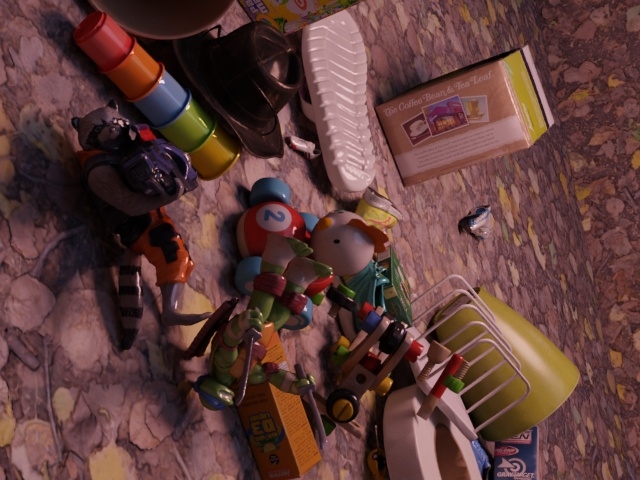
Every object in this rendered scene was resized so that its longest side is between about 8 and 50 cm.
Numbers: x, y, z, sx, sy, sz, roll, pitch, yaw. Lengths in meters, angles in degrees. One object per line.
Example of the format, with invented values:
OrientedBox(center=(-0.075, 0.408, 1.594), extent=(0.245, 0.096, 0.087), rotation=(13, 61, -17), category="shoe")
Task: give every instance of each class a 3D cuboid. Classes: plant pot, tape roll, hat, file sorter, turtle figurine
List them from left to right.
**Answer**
OrientedBox(center=(-0.248, -0.494, 1.570), extent=(0.256, 0.256, 0.274), rotation=(52, 17, -33), category="plant pot")
OrientedBox(center=(-0.111, -0.293, 1.685), extent=(0.331, 0.134, 0.331), rotation=(49, 18, -22), category="hat")
OrientedBox(center=(-0.051, 0.142, 1.428), extent=(0.197, 0.274, 0.266), rotation=(31, 74, -25), category="turtle figurine")
OrientedBox(center=(0.238, 0.475, 1.981), extent=(0.392, 0.072, 0.392), rotation=(52, 26, -38), category="tape roll")
OrientedBox(center=(0.290, 0.230, 2.044), extent=(0.193, 0.173, 0.278), rotation=(48, 12, -25), category="file sorter")
OrientedBox(center=(0.399, 0.264, 2.297), extent=(0.293, 0.274, 0.275), rotation=(52, 31, -6), category="plant pot")

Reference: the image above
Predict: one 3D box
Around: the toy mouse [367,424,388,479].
OrientedBox(center=(0.132, 0.452, 1.903), extent=(0.143, 0.031, 0.161), rotation=(36, 45, -48), category="toy mouse")

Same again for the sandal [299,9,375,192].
OrientedBox(center=(0.015, -0.296, 2.061), extent=(0.169, 0.102, 0.416), rotation=(7, 71, -42), category="sandal")

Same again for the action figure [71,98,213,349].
OrientedBox(center=(-0.252, -0.031, 1.342), extent=(0.341, 0.178, 0.330), rotation=(9, 59, -87), category="action figure")

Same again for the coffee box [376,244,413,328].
OrientedBox(center=(0.154, 0.099, 2.083), extent=(0.184, 0.040, 0.113), rotation=(-85, 152, -63), category="coffee box")

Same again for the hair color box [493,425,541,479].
OrientedBox(center=(0.451, 0.613, 2.262), extent=(0.174, 0.105, 0.347), rotation=(75, 19, -44), category="hair color box")

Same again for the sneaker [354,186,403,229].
OrientedBox(center=(0.111, -0.050, 2.122), extent=(0.094, 0.081, 0.208), rotation=(-57, 160, 0), category="sneaker")

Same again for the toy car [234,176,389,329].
OrientedBox(center=(0.000, 0.000, 1.702), extent=(0.210, 0.238, 0.219), rotation=(47, 37, -39), category="toy car")

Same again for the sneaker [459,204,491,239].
OrientedBox(center=(0.435, -0.039, 2.699), extent=(0.190, 0.071, 0.083), rotation=(-30, 107, -61), category="sneaker")

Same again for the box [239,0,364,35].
OrientedBox(center=(-0.050, -0.584, 1.903), extent=(0.290, 0.279, 0.177), rotation=(53, 34, -34), category="box")

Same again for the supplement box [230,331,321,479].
OrientedBox(center=(-0.081, 0.263, 1.578), extent=(0.080, 0.078, 0.233), rotation=(-28, 99, -62), category="supplement box")

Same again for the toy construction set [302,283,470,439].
OrientedBox(center=(0.098, 0.254, 1.792), extent=(0.308, 0.237, 0.257), rotation=(31, 1, -25), category="toy construction set")

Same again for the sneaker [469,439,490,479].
OrientedBox(center=(0.343, 0.475, 2.221), extent=(0.069, 0.082, 0.209), rotation=(22, 54, -53), category="sneaker")

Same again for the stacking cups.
OrientedBox(center=(-0.257, -0.219, 1.539), extent=(0.316, 0.096, 0.096), rotation=(42, 40, -36), category="stacking cups")

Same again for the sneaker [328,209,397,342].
OrientedBox(center=(0.081, 0.066, 1.950), extent=(0.107, 0.110, 0.275), rotation=(-13, 85, -62), category="sneaker")

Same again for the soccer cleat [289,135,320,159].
OrientedBox(center=(-0.031, -0.188, 1.969), extent=(0.083, 0.035, 0.029), rotation=(37, 44, -48), category="soccer cleat")

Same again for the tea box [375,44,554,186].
OrientedBox(center=(0.361, -0.310, 2.440), extent=(0.323, 0.329, 0.220), rotation=(-34, 105, -60), category="tea box")
